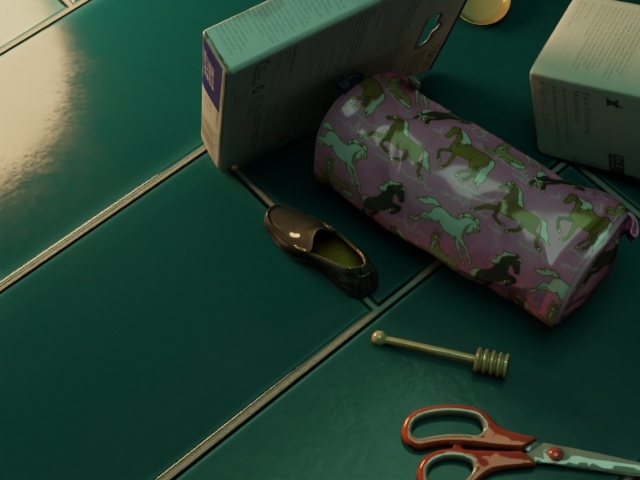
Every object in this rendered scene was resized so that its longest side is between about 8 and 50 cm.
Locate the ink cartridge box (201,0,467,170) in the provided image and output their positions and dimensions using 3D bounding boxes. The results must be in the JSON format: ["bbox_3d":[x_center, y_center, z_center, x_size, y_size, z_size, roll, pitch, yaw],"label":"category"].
[{"bbox_3d":[0.013,-0.227,1.278,0.330,0.324,0.071,-29,80,-14],"label":"ink cartridge box"}]

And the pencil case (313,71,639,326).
[{"bbox_3d":[0.176,-0.057,1.266,0.386,0.167,0.160,35,36,21],"label":"pencil case"}]

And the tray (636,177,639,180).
[{"bbox_3d":[0.537,-0.130,1.362,0.270,0.030,0.145,-37,65,-18],"label":"tray"}]

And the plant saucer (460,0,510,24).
[{"bbox_3d":[0.227,-0.339,1.505,0.083,0.015,0.083,0,72,0],"label":"plant saucer"}]

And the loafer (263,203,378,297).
[{"bbox_3d":[0.000,0.000,1.293,0.170,0.061,0.062,32,67,21],"label":"loafer"}]

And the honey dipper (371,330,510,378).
[{"bbox_3d":[0.138,0.127,1.230,0.161,0.030,0.030,12,60,14],"label":"honey dipper"}]

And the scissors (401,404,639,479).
[{"bbox_3d":[0.240,0.224,1.169,0.297,0.021,0.109,-5,57,2],"label":"scissors"}]

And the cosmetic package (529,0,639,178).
[{"bbox_3d":[0.378,-0.187,1.316,0.184,0.151,0.151,19,61,29],"label":"cosmetic package"}]
